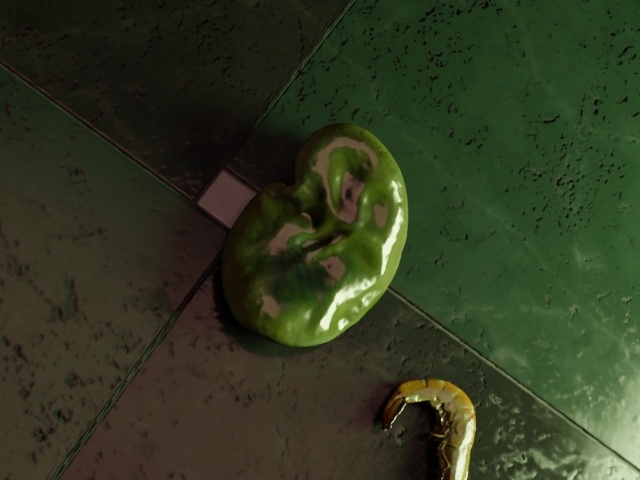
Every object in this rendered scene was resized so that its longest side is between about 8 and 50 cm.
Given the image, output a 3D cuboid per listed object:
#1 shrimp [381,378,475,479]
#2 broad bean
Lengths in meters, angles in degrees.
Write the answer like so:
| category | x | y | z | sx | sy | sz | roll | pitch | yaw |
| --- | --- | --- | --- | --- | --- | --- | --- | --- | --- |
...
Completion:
| category | x | y | z | sx | sy | sz | roll | pitch | yaw |
| --- | --- | --- | --- | --- | --- | --- | --- | --- | --- |
| shrimp | 0.096 | 0.183 | 0.821 | 0.091 | 0.025 | 0.127 | 6 | 66 | -16 |
| broad bean | 0.000 | -0.001 | 0.838 | 0.153 | 0.072 | 0.207 | 26 | 77 | -6 |
